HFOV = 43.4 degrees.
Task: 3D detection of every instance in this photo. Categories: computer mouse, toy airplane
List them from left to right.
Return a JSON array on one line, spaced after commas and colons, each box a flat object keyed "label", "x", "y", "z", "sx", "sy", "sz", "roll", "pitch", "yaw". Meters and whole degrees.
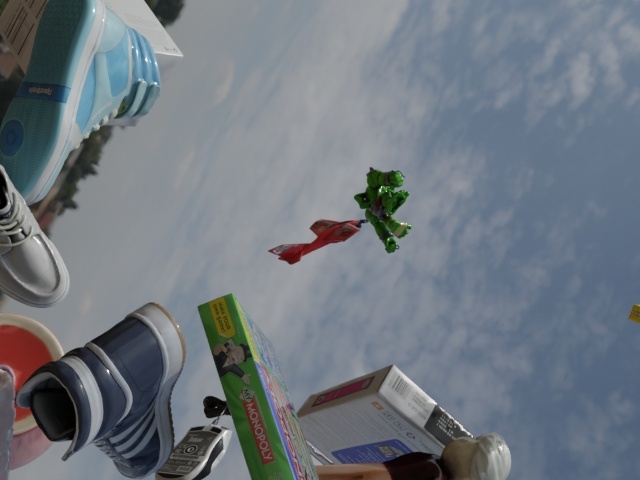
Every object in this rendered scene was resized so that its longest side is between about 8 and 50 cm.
[{"label": "computer mouse", "x": -0.159, "y": 0.284, "z": 1.111, "sx": 0.106, "sy": 0.042, "sz": 0.193, "roll": -1, "pitch": -155, "yaw": 27}, {"label": "toy airplane", "x": 0.000, "y": 0.000, "z": 1.121, "sx": 0.151, "sy": 0.028, "sz": 0.151, "roll": -17, "pitch": -167, "yaw": 4}]

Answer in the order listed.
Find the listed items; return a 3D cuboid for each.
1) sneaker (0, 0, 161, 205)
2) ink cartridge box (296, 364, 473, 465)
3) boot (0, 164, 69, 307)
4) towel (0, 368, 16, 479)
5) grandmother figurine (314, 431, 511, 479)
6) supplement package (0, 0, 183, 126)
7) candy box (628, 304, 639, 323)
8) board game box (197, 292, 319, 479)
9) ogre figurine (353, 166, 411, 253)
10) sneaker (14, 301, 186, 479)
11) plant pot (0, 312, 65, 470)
[{"label": "sneaker", "x": -0.337, "y": -0.185, "z": 1.187, "sx": 0.127, "sy": 0.208, "sz": 0.319, "roll": 21, "pitch": -90, "yaw": 31}, {"label": "ink cartridge box", "x": 0.077, "y": 0.319, "z": 1.352, "sx": 0.069, "sy": 0.176, "sz": 0.371, "roll": -54, "pitch": -170, "yaw": -34}, {"label": "boot", "x": -0.406, "y": -0.021, "z": 1.011, "sx": 0.095, "sy": 0.258, "sz": 0.123, "roll": -43, "pitch": -166, "yaw": -24}, {"label": "towel", "x": -0.467, "y": 0.306, "z": 0.811, "sx": 0.053, "sy": 0.317, "sz": 0.331, "roll": 38, "pitch": -54, "yaw": 34}, {"label": "grandmother figurine", "x": 0.094, "y": 0.327, "z": 1.086, "sx": 0.208, "sy": 0.343, "sz": 0.104, "roll": -146, "pitch": -135, "yaw": -80}, {"label": "supplement package", "x": -0.445, "y": -0.382, "z": 1.546, "sx": 0.198, "sy": 0.262, "sz": 0.199, "roll": -47, "pitch": 158, "yaw": 30}, {"label": "candy box", "x": 0.504, "y": 0.120, "z": 1.141, "sx": 0.206, "sy": 0.105, "sz": 0.027, "roll": 8, "pitch": 101, "yaw": -62}, {"label": "board game box", "x": -0.047, "y": 0.238, "z": 0.908, "sx": 0.213, "sy": 0.046, "sz": 0.317, "roll": 71, "pitch": -2, "yaw": -66}, {"label": "ogre figurine", "x": 0.139, "y": -0.081, "z": 1.773, "sx": 0.097, "sy": 0.197, "sz": 0.118, "roll": -33, "pitch": -134, "yaw": -10}, {"label": "sneaker", "x": -0.238, "y": 0.197, "z": 0.867, "sx": 0.153, "sy": 0.099, "sz": 0.282, "roll": -31, "pitch": 151, "yaw": -41}, {"label": "plant pot", "x": -0.536, "y": 0.243, "z": 1.332, "sx": 0.243, "sy": 0.275, "sz": 0.275, "roll": -37, "pitch": -151, "yaw": 58}]
